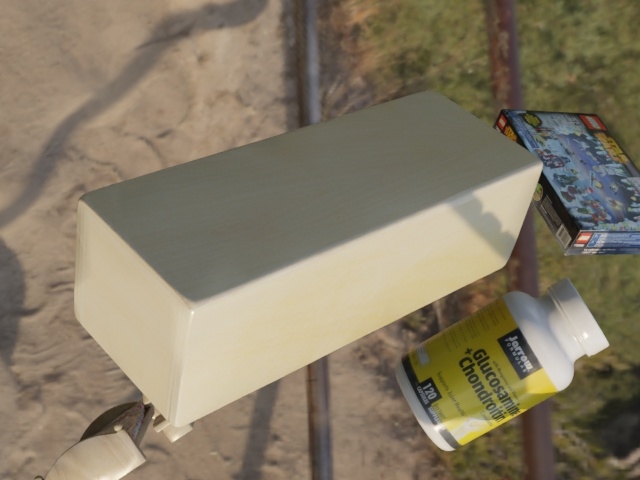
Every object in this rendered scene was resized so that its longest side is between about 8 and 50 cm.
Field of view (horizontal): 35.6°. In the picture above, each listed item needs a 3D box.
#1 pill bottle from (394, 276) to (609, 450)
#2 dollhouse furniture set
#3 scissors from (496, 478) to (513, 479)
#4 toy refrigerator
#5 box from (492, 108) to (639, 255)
[{"bbox_3d":[0.170,0.112,0.938,0.103,0.184,0.103,56,10,-15],"label":"pill bottle"},{"bbox_3d":[-0.303,0.213,1.405,0.355,0.303,0.174,-34,96,1],"label":"dollhouse furniture set"},{"bbox_3d":[0.167,0.301,0.762,0.109,0.021,0.297,21,38,-2],"label":"scissors"},{"bbox_3d":[0.000,0.000,0.586,0.269,0.102,0.094,-22,138,-38],"label":"toy refrigerator"},{"bbox_3d":[0.197,-0.046,0.750,0.094,0.027,0.137,0,45,-24],"label":"box"}]
